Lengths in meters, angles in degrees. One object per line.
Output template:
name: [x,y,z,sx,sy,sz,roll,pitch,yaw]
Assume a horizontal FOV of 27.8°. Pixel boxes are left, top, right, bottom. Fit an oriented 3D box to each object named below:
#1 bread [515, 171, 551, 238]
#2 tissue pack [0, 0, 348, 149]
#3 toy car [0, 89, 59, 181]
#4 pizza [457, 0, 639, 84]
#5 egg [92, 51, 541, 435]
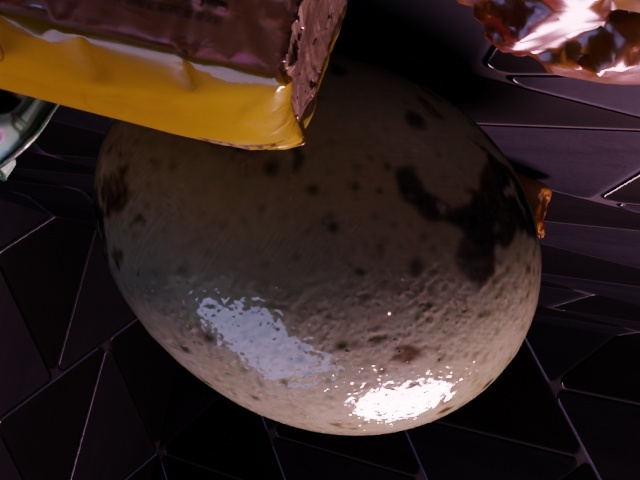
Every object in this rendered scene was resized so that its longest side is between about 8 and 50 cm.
bread: [0.086,-0.056,1.261,0.271,0.077,0.139,18,170,-12]
tissue pack: [-0.126,-0.144,0.724,0.271,0.134,0.192,14,174,4]
toy car: [-0.355,-0.144,1.240,0.125,0.136,0.306,41,158,-32]
pizza: [0.162,-0.118,0.495,0.409,0.114,0.278,15,169,13]
egg: [0.000,0.000,1.004,0.379,0.287,0.288,24,170,-24]
